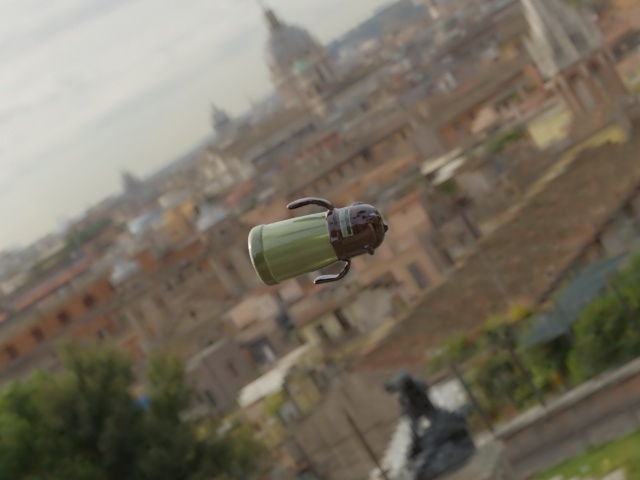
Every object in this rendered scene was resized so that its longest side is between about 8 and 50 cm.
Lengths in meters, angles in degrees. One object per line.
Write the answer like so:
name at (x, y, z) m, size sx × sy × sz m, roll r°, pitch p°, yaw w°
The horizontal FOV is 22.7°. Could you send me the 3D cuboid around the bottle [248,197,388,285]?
bottle at (0.001, 0.001, 1.184) m, size 0.101 × 0.063 × 0.047 m, roll -16°, pitch 40°, yaw 12°
